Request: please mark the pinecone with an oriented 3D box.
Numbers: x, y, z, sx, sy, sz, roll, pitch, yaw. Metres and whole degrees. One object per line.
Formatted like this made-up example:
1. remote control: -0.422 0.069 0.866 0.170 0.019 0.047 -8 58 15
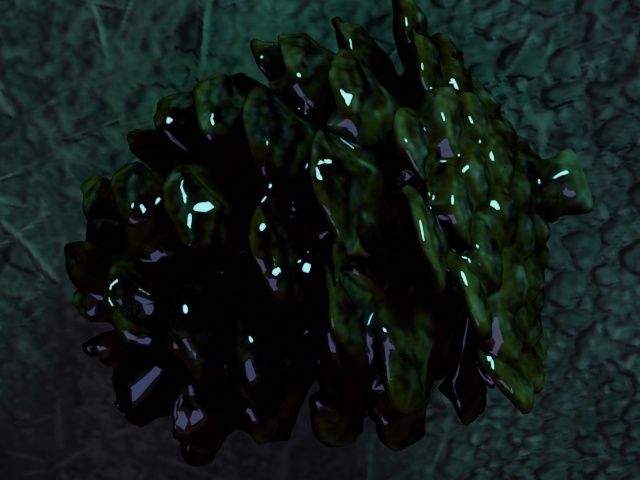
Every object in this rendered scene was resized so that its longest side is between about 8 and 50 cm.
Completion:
1. pinecone: 0.000 0.000 0.768 0.272 0.224 0.224 -11 121 17
